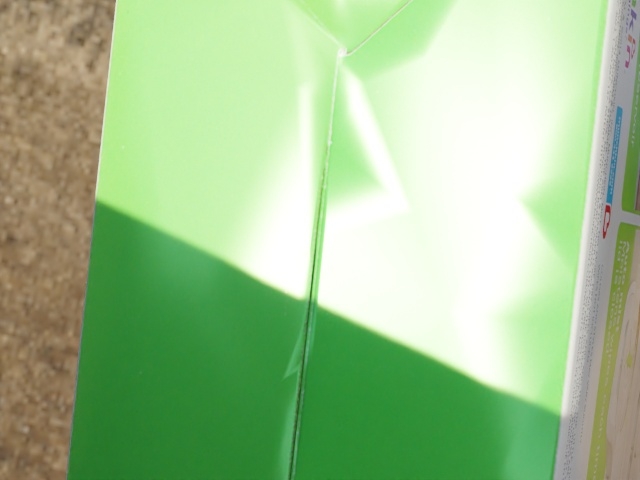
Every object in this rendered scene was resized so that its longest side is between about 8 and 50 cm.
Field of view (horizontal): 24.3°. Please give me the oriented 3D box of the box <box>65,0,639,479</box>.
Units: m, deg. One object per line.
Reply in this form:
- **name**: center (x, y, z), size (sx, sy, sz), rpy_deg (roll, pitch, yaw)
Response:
- **box**: center (0.035, 0.028, 0.444), size (0.127, 0.262, 0.231), rpy_deg (6, 2, 17)
